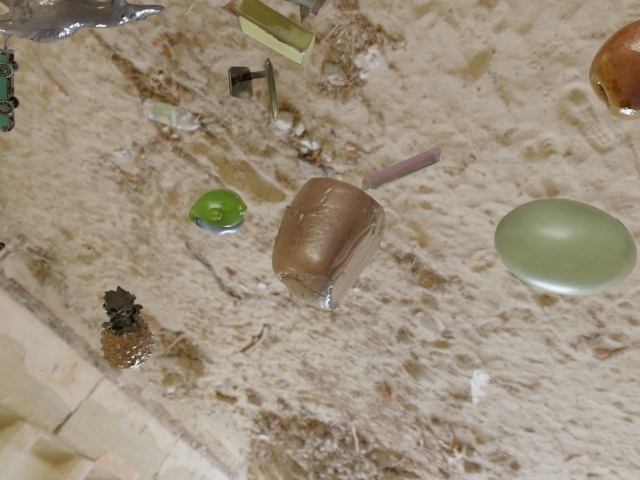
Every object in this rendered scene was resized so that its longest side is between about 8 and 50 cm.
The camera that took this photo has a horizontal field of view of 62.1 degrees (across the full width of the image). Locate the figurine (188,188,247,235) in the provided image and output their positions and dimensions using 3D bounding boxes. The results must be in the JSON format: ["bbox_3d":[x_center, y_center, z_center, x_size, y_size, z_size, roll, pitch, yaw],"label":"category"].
[{"bbox_3d":[-0.336,-0.091,1.692,0.263,0.162,0.143,7,104,56],"label":"figurine"}]

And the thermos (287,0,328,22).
[{"bbox_3d":[-0.085,-0.568,1.053,0.265,0.146,0.176,27,109,-13],"label":"thermos"}]

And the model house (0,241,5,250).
[{"bbox_3d":[-0.837,0.007,1.211,0.152,0.165,0.106,50,-176,-44],"label":"model house"}]

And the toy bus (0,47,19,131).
[{"bbox_3d":[-0.668,-0.308,1.078,0.091,0.079,0.160,4,112,-19],"label":"toy bus"}]

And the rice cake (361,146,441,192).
[{"bbox_3d":[0.233,-0.200,1.497,0.055,0.269,0.049,24,135,67],"label":"rice cake"}]

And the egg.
[{"bbox_3d":[0.519,0.013,1.139,0.282,0.203,0.203,11,145,21],"label":"egg"}]

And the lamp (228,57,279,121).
[{"bbox_3d":[-0.212,-0.523,1.872,0.283,0.124,0.203,14,111,49],"label":"lamp"}]

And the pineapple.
[{"bbox_3d":[-0.583,0.247,1.574,0.157,0.158,0.279,20,127,19],"label":"pineapple"}]

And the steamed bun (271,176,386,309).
[{"bbox_3d":[0.000,0.000,1.102,0.199,0.252,0.301,30,169,14],"label":"steamed bun"}]

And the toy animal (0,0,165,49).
[{"bbox_3d":[-0.438,-0.333,0.783,0.366,0.205,0.081,3,100,25],"label":"toy animal"}]

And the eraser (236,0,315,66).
[{"bbox_3d":[-0.098,-0.466,1.187,0.172,0.058,0.117,29,-179,-4],"label":"eraser"}]

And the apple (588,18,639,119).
[{"bbox_3d":[0.663,-0.347,1.092,0.173,0.160,0.195,-32,127,15],"label":"apple"}]
